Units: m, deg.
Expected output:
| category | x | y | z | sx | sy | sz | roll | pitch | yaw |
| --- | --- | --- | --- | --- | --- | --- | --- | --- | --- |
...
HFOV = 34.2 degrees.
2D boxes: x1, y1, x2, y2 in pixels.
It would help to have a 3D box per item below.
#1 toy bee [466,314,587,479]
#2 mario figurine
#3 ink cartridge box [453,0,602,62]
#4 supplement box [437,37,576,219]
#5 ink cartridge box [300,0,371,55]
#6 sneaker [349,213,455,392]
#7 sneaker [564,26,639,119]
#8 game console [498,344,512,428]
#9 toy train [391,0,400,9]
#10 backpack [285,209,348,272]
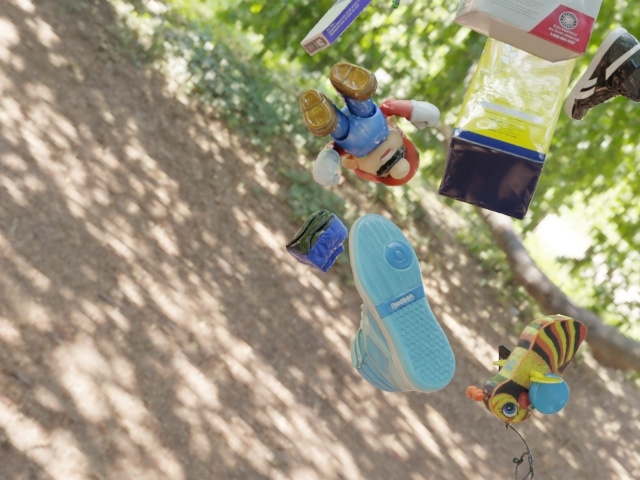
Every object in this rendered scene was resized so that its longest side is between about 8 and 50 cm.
| category | x | y | z | sx | sy | sz | roll | pitch | yaw |
| --- | --- | --- | --- | --- | --- | --- | --- | --- | --- |
| toy bee | 0.348 | 0.257 | 1.813 | 0.162 | 0.298 | 0.195 | 22 | -23 | -16 |
| mario figurine | 0.095 | -0.169 | 1.757 | 0.320 | 0.198 | 0.170 | 36 | 48 | -62 |
| ink cartridge box | 0.402 | -0.506 | 1.883 | 0.226 | 0.306 | 0.131 | 20 | -4 | -13 |
| supplement box | 0.397 | -0.255 | 2.201 | 0.195 | 0.194 | 0.356 | 18 | 55 | 9 |
| ink cartridge box | 0.061 | -0.495 | 2.222 | 0.045 | 0.206 | 0.208 | 43 | -10 | -12 |
| sneaker | 0.097 | 0.125 | 1.808 | 0.127 | 0.208 | 0.319 | -16 | 81 | -27 |
| sneaker | 0.533 | -0.270 | 1.894 | 0.079 | 0.217 | 0.121 | -31 | 66 | -31 |
| game console | 0.362 | 0.288 | 2.051 | 0.107 | 0.071 | 0.122 | 44 | -32 | 49 |
| toy train | 0.167 | -0.530 | 2.228 | 0.017 | 0.023 | 0.083 | 18 | 62 | -10 |
| backpack | 0.000 | 0.000 | 2.253 | 0.098 | 0.120 | 0.101 | 19 | -19 | 48 |
